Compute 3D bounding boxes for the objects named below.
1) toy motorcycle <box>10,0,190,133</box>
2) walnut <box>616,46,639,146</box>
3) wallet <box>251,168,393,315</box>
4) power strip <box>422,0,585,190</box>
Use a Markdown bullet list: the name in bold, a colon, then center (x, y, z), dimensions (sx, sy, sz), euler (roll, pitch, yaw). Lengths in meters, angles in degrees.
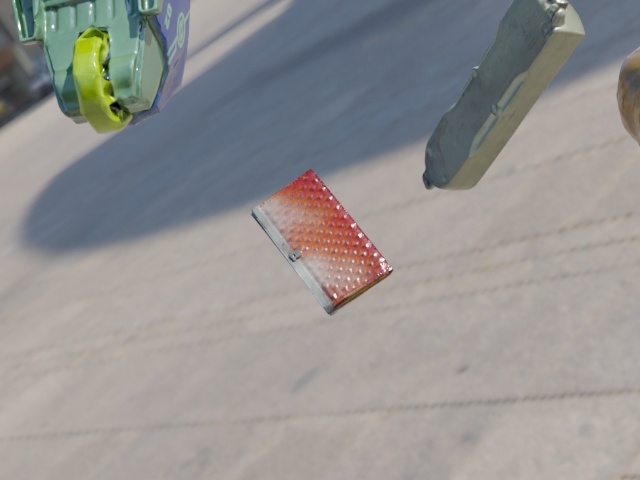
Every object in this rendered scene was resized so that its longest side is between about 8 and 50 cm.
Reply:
- **toy motorcycle**: center (-0.200, -0.236, 1.382), dimensions (0.191, 0.326, 0.200), euler (-11, -19, 10)
- **walnut**: center (0.599, -0.207, 2.016), dimensions (0.306, 0.344, 0.306), euler (-35, 43, 41)
- **wallet**: center (0.000, 0.000, 1.859), dimensions (0.103, 0.196, 0.020), euler (-34, -32, -7)
- **power strip**: center (0.189, -0.154, 1.546), dimensions (0.048, 0.080, 0.286), euler (4, -43, -30)
